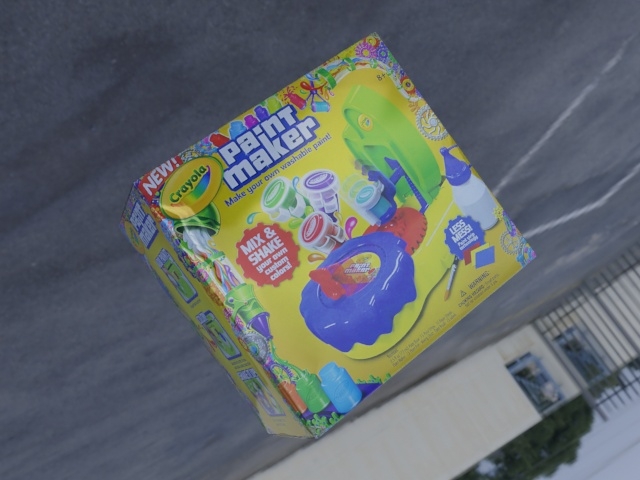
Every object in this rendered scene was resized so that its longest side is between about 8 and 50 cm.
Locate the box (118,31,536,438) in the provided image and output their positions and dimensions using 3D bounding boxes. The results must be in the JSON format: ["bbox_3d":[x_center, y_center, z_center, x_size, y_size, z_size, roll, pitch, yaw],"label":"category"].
[{"bbox_3d":[0.000,0.000,0.842,0.290,0.279,0.177,-37,-179,-21],"label":"box"}]
